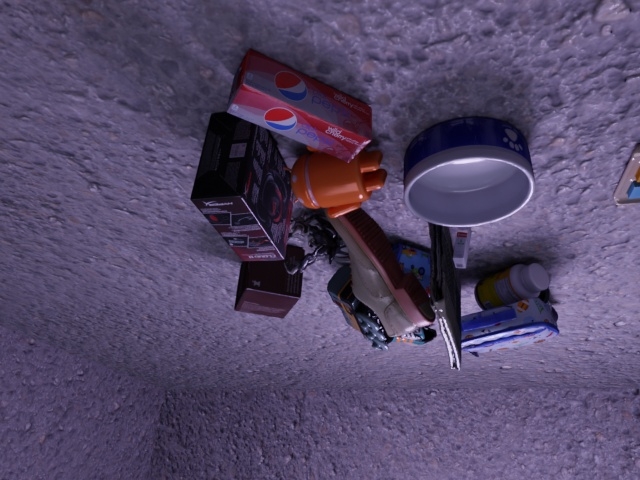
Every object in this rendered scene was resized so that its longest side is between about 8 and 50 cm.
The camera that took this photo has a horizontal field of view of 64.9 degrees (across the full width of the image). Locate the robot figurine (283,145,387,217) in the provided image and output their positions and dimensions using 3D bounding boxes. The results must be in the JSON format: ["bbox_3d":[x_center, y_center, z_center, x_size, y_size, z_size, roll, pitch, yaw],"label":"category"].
[{"bbox_3d":[0.030,-0.135,1.093,0.220,0.128,0.158,-7,157,20],"label":"robot figurine"}]

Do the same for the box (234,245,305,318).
[{"bbox_3d":[-0.160,0.124,1.558,0.167,0.168,0.203,12,151,-14],"label":"box"}]

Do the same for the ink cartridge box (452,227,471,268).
[{"bbox_3d":[0.376,0.010,1.335,0.029,0.115,0.063,5,154,25],"label":"ink cartridge box"}]

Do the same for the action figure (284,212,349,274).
[{"bbox_3d":[-0.050,-0.008,1.322,0.276,0.164,0.141,25,137,-16],"label":"action figure"}]

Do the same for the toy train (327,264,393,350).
[{"bbox_3d":[0.138,0.202,1.486,0.190,0.142,0.334,31,163,30],"label":"toy train"}]

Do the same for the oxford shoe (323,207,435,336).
[{"bbox_3d":[0.110,0.066,1.234,0.147,0.396,0.140,-37,174,29],"label":"oxford shoe"}]

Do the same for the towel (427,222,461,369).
[{"bbox_3d":[0.316,0.122,1.293,0.056,0.312,0.324,-6,135,20],"label":"towel"}]

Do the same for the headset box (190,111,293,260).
[{"bbox_3d":[-0.147,-0.101,1.088,0.110,0.217,0.293,-3,151,15],"label":"headset box"}]

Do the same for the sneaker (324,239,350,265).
[{"bbox_3d":[0.088,0.025,1.439,0.090,0.094,0.235,15,170,-28],"label":"sneaker"}]

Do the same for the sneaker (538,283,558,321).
[{"bbox_3d":[0.737,0.213,1.675,0.282,0.099,0.153,22,149,-25],"label":"sneaker"}]

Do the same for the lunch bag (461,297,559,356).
[{"bbox_3d":[0.541,0.265,1.521,0.304,0.114,0.243,-24,153,30],"label":"lunch bag"}]

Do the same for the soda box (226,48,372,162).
[{"bbox_3d":[-0.033,-0.244,0.937,0.264,0.092,0.083,18,148,-23],"label":"soda box"}]

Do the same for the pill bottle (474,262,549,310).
[{"bbox_3d":[0.587,0.145,1.548,0.117,0.117,0.215,18,149,-23],"label":"pill bottle"}]

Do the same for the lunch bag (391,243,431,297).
[{"bbox_3d":[0.236,0.122,1.579,0.221,0.138,0.293,18,161,-26],"label":"lunch bag"}]

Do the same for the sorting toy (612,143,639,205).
[{"bbox_3d":[0.755,-0.139,1.080,0.193,0.038,0.208,-4,150,16],"label":"sorting toy"}]

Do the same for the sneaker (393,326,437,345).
[{"bbox_3d":[0.334,0.351,1.991,0.302,0.108,0.121,16,150,-36],"label":"sneaker"}]

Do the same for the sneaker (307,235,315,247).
[{"bbox_3d":[0.000,0.000,1.445,0.083,0.036,0.032,-19,142,33],"label":"sneaker"}]

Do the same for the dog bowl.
[{"bbox_3d":[0.310,-0.137,1.075,0.265,0.104,0.264,3,152,2],"label":"dog bowl"}]
